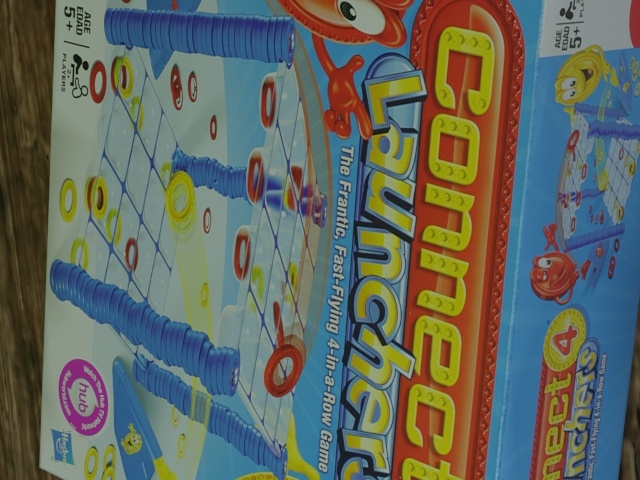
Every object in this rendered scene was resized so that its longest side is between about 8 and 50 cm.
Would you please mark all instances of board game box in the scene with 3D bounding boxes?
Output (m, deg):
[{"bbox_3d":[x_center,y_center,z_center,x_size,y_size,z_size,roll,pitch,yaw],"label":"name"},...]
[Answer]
[{"bbox_3d":[0.000,0.000,0.913,0.302,0.086,0.308,17,110,43],"label":"board game box"}]
